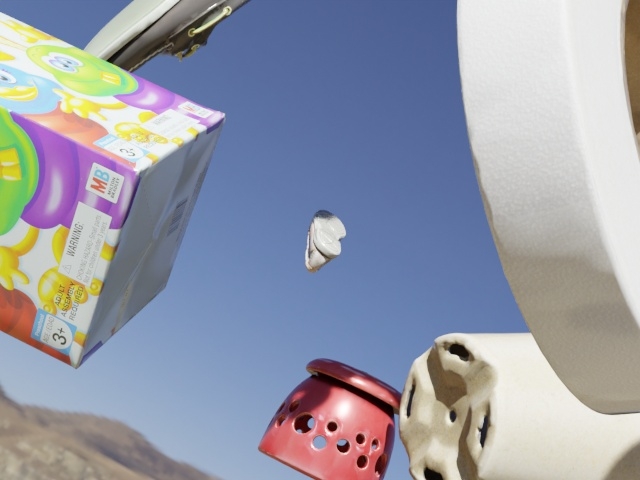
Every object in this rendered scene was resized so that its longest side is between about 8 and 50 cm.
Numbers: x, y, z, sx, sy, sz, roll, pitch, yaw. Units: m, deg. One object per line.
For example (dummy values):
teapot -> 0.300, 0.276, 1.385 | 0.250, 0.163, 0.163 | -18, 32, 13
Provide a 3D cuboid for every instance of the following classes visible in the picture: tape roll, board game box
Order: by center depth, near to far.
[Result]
board game box -> -0.228, -0.060, 0.679 | 0.275, 0.144, 0.142 | 25, 24, 7
tape roll -> 0.212, -0.075, 0.739 | 0.072, 0.391, 0.392 | -11, -39, 33

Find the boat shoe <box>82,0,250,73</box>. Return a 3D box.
boat shoe -> -0.120, -0.202, 0.941 | 0.068, 0.228, 0.081 | 53, -13, -30

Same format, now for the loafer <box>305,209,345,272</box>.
loafer -> 0.000, 0.000, 1.208 | 0.045, 0.039, 0.125 | 38, 17, -9

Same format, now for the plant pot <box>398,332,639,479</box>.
plant pot -> 0.292, 0.256, 1.458 | 0.306, 0.333, 0.334 | 10, -8, -29

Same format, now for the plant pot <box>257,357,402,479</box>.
plant pot -> 0.024, 0.279, 1.580 | 0.191, 0.174, 0.191 | 23, -12, 5
